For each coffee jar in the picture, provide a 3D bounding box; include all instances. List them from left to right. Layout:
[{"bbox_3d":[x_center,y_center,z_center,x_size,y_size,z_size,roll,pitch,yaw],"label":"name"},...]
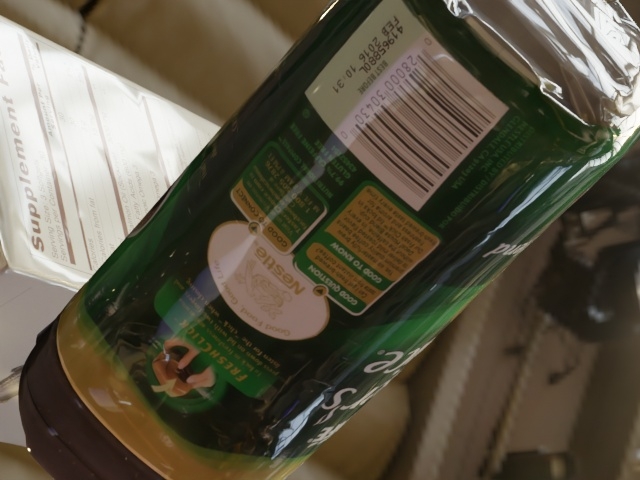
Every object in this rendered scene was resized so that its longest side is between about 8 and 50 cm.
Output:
[{"bbox_3d":[0.000,0.000,0.480,0.079,0.184,0.096,44,-149,-1],"label":"coffee jar"}]

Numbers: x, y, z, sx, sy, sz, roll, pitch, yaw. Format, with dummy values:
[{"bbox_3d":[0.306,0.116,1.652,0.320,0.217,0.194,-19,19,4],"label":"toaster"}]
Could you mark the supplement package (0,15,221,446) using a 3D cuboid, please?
[{"bbox_3d":[-0.104,0.004,0.653,0.179,0.105,0.105,23,-135,-57],"label":"supplement package"}]
